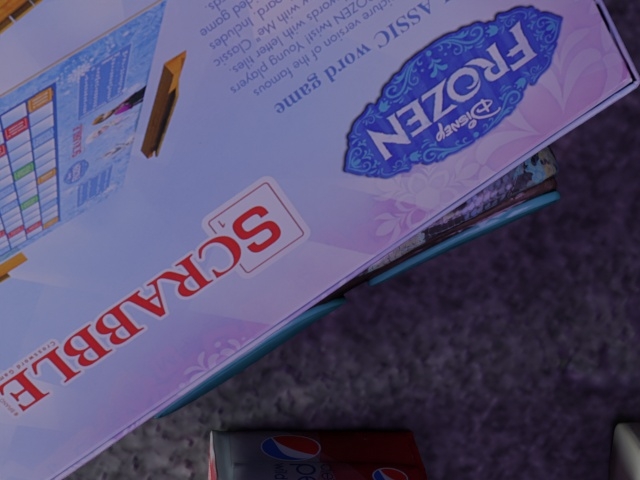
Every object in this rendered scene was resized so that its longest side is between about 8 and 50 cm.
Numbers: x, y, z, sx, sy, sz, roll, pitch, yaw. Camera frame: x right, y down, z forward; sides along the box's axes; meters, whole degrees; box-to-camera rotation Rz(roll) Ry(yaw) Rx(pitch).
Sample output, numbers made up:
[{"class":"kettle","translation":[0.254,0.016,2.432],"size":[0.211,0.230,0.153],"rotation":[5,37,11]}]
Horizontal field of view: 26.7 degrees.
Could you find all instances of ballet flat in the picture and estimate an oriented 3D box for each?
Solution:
[{"class":"ballet flat","translation":[0.000,0.000,0.527],"size":[0.188,0.070,0.070],"rotation":[-29,109,3]}]

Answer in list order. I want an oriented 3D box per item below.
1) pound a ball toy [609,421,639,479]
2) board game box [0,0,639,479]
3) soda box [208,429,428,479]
[{"class":"pound a ball toy","translation":[0.156,0.244,0.577],"size":[0.208,0.136,0.319],"rotation":[-2,108,-5]},{"class":"board game box","translation":[-0.106,-0.084,0.392],"size":[0.318,0.066,0.318],"rotation":[-34,123,1]},{"class":"soda box","translation":[-0.005,0.216,0.580],"size":[0.092,0.083,0.263],"rotation":[1,109,-5]}]
